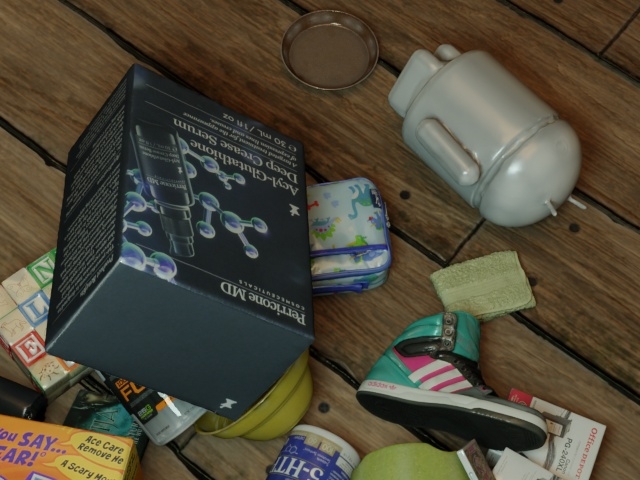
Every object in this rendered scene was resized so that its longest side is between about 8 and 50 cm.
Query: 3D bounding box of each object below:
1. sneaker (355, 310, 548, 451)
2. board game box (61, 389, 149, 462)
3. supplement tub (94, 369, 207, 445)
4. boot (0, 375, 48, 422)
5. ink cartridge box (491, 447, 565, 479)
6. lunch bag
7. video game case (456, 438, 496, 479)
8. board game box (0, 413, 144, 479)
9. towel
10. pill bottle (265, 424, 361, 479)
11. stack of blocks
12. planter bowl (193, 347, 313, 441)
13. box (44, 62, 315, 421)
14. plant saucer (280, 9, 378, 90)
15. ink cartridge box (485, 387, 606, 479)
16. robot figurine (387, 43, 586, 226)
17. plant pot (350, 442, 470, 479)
[{"bbox_3d":[0.214,0.195,1.978,0.295,0.124,0.178,11,58,30],"label":"sneaker"},{"bbox_3d":[-0.311,0.285,1.933,0.126,0.026,0.186,10,31,2],"label":"board game box"},{"bbox_3d":[-0.244,0.186,1.924,0.117,0.117,0.190,-40,91,-21],"label":"supplement tub"},{"bbox_3d":[-0.479,0.185,1.941,0.207,0.094,0.247,23,106,11],"label":"boot"},{"bbox_3d":[0.320,0.377,1.919,0.180,0.104,0.060,29,62,12],"label":"ink cartridge box"},{"bbox_3d":[0.000,0.000,2.120,0.218,0.090,0.176,-5,65,-4],"label":"lunch bag"},{"bbox_3d":[0.225,0.331,1.837,0.011,0.087,0.122,-29,83,16],"label":"video game case"},{"bbox_3d":[-0.434,0.441,1.707,0.356,0.356,0.357,10,62,3],"label":"board game box"},{"bbox_3d":[0.254,0.074,2.124,0.148,0.027,0.110,-15,62,-11],"label":"towel"},{"bbox_3d":[-0.030,0.364,1.906,0.112,0.112,0.187,24,63,10],"label":"pill bottle"},{"bbox_3d":[-0.340,0.084,2.039,0.297,0.087,0.171,-36,78,-18],"label":"stack of blocks"},{"bbox_3d":[-0.075,0.223,1.966,0.090,0.217,0.217,45,63,-19],"label":"planter bowl"},{"bbox_3d":[-0.190,-0.001,1.878,0.293,0.212,0.396,24,40,-26],"label":"box"},{"bbox_3d":[0.015,-0.320,2.326,0.168,0.029,0.169,2,61,-3],"label":"plant saucer"},{"bbox_3d":[0.329,0.299,1.985,0.150,0.063,0.109,21,62,9],"label":"ink cartridge box"},{"bbox_3d":[0.271,-0.161,2.155,0.353,0.200,0.300,45,40,20],"label":"robot figurine"},{"bbox_3d":[0.128,0.423,1.818,0.276,0.276,0.254,2,50,-2],"label":"plant pot"}]
